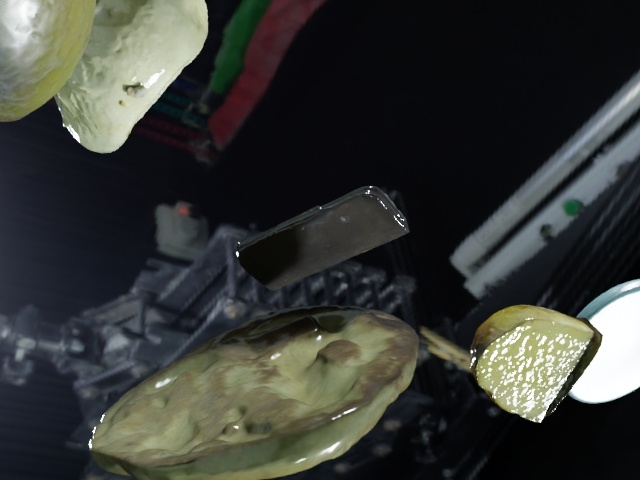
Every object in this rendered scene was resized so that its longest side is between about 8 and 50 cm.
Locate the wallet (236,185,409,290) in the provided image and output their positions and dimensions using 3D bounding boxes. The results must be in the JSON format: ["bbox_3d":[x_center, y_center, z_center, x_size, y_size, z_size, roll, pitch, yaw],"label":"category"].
[{"bbox_3d":[0.000,0.000,0.848,0.156,0.082,0.018,-25,-134,20],"label":"wallet"}]

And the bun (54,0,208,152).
[{"bbox_3d":[-0.253,-0.244,1.149,0.259,0.160,0.259,-46,-168,13],"label":"bun"}]

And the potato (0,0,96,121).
[{"bbox_3d":[-0.179,-0.181,0.438,0.174,0.159,0.251,33,-42,26],"label":"potato"}]

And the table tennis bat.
[{"bbox_3d":[0.358,0.095,0.959,0.040,0.244,0.153,-127,-158,-52],"label":"table tennis bat"}]

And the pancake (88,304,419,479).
[{"bbox_3d":[-0.050,0.126,0.754,0.294,0.294,0.049,8,-61,61],"label":"pancake"}]

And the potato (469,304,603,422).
[{"bbox_3d":[0.163,0.087,0.748,0.096,0.103,0.066,-57,-150,9],"label":"potato"}]
